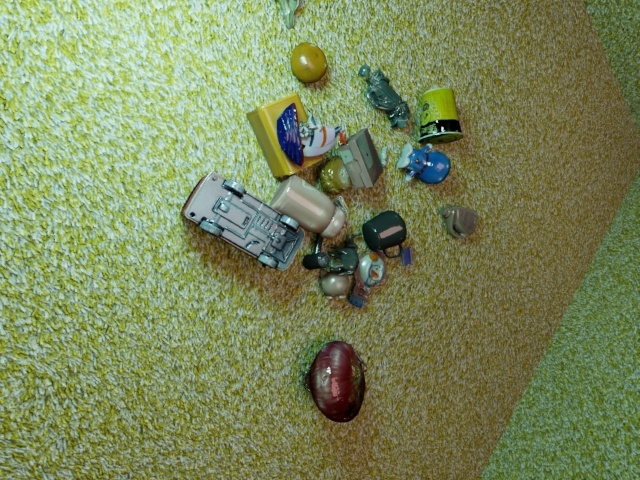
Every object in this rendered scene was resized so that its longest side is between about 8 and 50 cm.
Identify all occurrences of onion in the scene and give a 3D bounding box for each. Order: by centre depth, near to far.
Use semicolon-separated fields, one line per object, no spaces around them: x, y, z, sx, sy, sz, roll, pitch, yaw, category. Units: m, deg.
0.049;0.613;1.771;0.348;0.286;0.346;-9;90;-67;onion

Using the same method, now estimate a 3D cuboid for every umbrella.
0.288;-0.655;1.829;0.349;0.094;0.143;33;60;-34;umbrella

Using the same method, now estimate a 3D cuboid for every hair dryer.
0.000;0.000;1.735;0.070;0.128;0.255;17;76;-30;hair dryer

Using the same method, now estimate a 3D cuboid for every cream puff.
0.058;-0.273;1.727;0.150;0.115;0.165;40;59;-36;cream puff

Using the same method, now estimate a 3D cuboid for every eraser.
0.432;0.080;2.039;0.063;0.027;0.084;-14;102;-29;eraser

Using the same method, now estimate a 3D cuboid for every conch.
-0.127;-0.962;1.541;0.234;0.138;0.114;46;47;-35;conch

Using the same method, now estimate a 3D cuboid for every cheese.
0.222;0.178;1.903;0.189;0.074;0.285;29;82;-28;cheese

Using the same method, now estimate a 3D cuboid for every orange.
-0.050;-0.706;1.614;0.156;0.124;0.155;9;75;-37;orange

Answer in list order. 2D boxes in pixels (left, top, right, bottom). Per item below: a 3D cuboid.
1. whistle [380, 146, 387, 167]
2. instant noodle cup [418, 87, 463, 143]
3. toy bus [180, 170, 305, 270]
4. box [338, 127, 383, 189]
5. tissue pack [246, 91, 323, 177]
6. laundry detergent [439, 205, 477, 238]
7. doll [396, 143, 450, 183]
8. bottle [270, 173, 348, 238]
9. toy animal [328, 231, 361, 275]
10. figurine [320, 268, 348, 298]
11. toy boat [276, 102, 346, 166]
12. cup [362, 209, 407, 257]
0.296;-0.389;1.901;0.035;0.035;0.100;7;91;-31;whistle
0.575;-0.597;1.953;0.216;0.216;0.235;-3;90;-30;instant noodle cup
-0.286;-0.061;1.496;0.427;0.233;0.202;34;79;-26;toy bus
0.179;-0.354;1.754;0.214;0.086;0.215;65;31;-20;box
-0.136;-0.411;1.588;0.195;0.145;0.274;-31;109;-22;tissue pack
0.732;-0.099;2.163;0.237;0.076;0.171;7;93;-30;laundry detergent
0.503;-0.367;1.971;0.257;0.161;0.215;22;98;-14;doll
-0.032;-0.139;1.639;0.297;0.173;0.206;31;65;-18;bottle
0.105;0.053;1.785;0.138;0.082;0.269;9;47;2;toy animal
0.063;0.190;1.792;0.125;0.125;0.137;-3;85;-30;figurine
-0.037;-0.381;1.542;0.319;0.072;0.218;16;85;-40;toy boat
0.303;-0.017;1.865;0.177;0.169;0.222;-22;92;-21;cup
